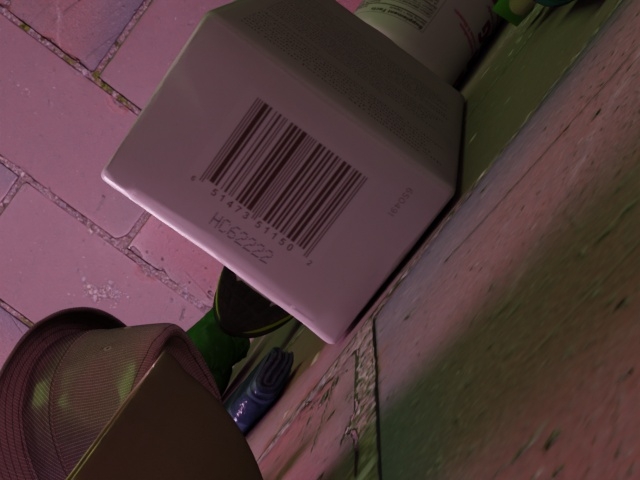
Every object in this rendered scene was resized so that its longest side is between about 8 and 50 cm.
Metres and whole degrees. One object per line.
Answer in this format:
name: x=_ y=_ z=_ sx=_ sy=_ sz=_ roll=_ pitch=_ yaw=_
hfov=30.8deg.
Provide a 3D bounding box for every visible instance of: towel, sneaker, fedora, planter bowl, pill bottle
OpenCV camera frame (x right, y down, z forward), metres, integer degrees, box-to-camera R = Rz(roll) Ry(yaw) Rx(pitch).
towel: x=-0.067 y=0.148 z=1.024 sx=0.119 sy=0.029 sz=0.067 roll=-50 pitch=5 yaw=35
sneaker: x=-0.032 y=0.024 z=1.339 sx=0.300 sy=0.111 sz=0.121 roll=-49 pitch=-10 yaw=-46
fedora: x=-0.180 y=0.171 z=1.112 sx=0.124 sy=0.243 sz=0.275 roll=-20 pitch=8 yaw=22
planter bowl: x=-0.087 y=0.154 z=0.609 sx=0.162 sy=0.109 sz=0.162 roll=-53 pitch=4 yaw=6
pill bottle: x=0.117 y=-0.252 z=1.458 sx=0.283 sy=0.160 sz=0.160 roll=-55 pitch=4 yaw=-25

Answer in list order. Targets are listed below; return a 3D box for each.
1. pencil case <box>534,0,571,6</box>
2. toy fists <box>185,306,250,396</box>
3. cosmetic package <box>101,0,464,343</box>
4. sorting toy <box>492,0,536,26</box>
pencil case: x=0.195 y=-0.221 z=0.922 sx=0.070 sy=0.064 sz=0.151 roll=-18 pitch=7 yaw=5
toy fists: x=-0.180 y=0.197 z=1.504 sx=0.142 sy=0.096 sz=0.279 roll=-44 pitch=-3 yaw=-31
cosmetic package: x=-0.006 y=-0.102 z=1.066 sx=0.161 sy=0.230 sz=0.453 roll=-53 pitch=3 yaw=18
sorting toy: x=0.266 y=-0.312 z=1.082 sx=0.196 sy=0.047 sz=0.348 roll=-59 pitch=5 yaw=-21
